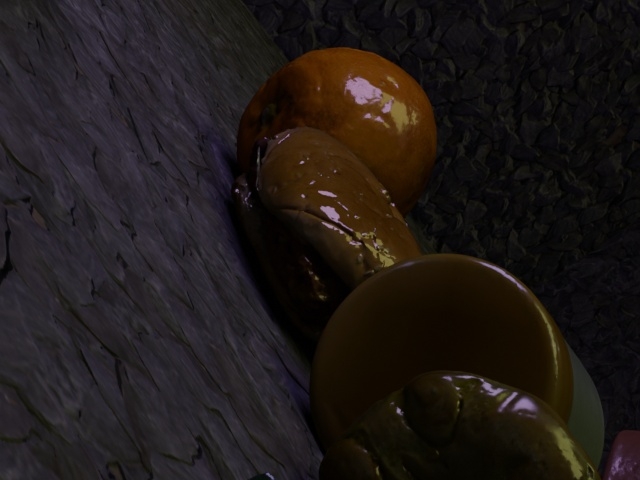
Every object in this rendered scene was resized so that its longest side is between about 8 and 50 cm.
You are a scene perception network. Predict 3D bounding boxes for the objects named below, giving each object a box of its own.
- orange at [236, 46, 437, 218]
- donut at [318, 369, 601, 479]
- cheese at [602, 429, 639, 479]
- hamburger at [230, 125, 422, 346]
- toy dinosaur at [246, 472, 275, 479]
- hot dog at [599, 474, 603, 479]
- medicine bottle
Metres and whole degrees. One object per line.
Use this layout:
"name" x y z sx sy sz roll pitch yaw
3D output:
"orange" 0.024 -0.114 1.701 0.261 0.261 0.261 54 8 -11
"donut" 0.130 0.233 1.068 0.261 0.208 0.128 64 10 25
"cheese" 0.390 0.304 1.508 0.203 0.128 0.177 14 78 -60
"hamburger" 0.000 0.000 1.477 0.282 0.155 0.245 44 18 4
"toy dinosaur" 0.038 0.299 0.699 0.383 0.129 0.331 62 1 34
"hot dog" 0.200 0.229 1.591 0.365 0.196 0.367 40 15 -52
"medicine bottle" 0.137 0.159 1.300 0.238 0.238 0.232 60 7 30
